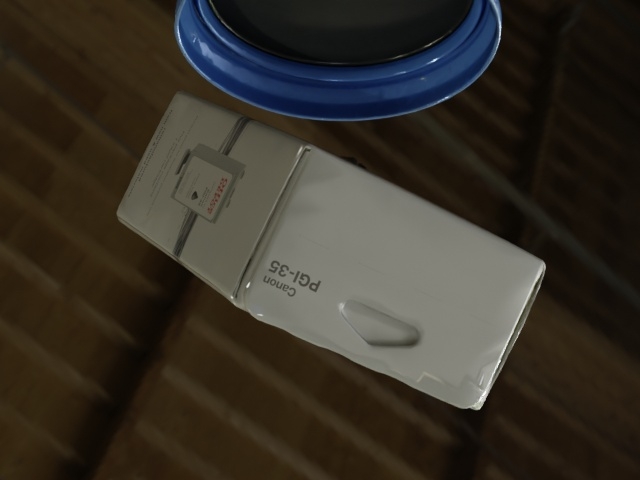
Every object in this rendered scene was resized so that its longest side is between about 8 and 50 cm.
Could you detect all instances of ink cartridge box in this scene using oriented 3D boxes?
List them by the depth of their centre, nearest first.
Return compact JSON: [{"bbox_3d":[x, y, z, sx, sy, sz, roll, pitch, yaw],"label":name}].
[{"bbox_3d":[0.000,0.000,1.199,0.207,0.117,0.283,25,-178,-25],"label":"ink cartridge box"}]

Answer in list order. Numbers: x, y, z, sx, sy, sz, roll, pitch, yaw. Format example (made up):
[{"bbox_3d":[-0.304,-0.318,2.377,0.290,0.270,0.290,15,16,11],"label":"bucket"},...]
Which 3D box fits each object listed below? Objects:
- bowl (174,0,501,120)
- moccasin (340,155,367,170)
[{"bbox_3d":[0.021,-0.276,2.017,0.391,0.391,0.077,22,-124,-33],"label":"bowl"},{"bbox_3d":[-0.046,-0.022,1.756,0.147,0.380,0.139,-3,-87,-19],"label":"moccasin"}]
